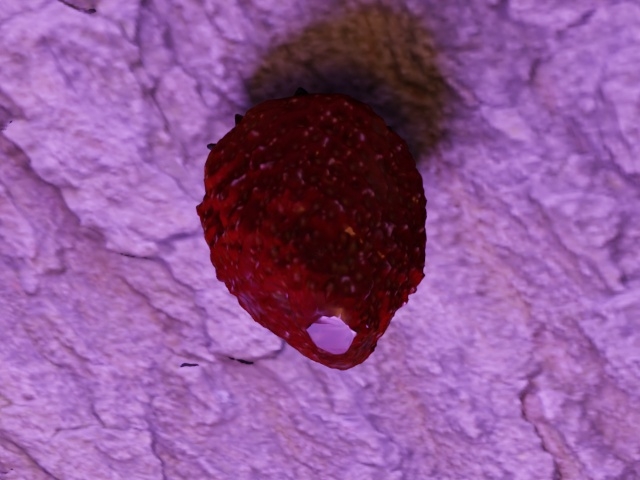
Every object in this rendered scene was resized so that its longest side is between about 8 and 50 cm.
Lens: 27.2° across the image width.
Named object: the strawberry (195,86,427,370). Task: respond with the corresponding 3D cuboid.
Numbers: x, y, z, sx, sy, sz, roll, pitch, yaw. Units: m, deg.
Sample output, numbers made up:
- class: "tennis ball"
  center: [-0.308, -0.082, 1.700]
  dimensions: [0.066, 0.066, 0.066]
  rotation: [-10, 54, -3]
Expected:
- class: "strawberry"
  center: [-0.005, 0.001, 0.670]
  dimensions: [0.131, 0.148, 0.131]
  rotation: [9, 135, 9]
